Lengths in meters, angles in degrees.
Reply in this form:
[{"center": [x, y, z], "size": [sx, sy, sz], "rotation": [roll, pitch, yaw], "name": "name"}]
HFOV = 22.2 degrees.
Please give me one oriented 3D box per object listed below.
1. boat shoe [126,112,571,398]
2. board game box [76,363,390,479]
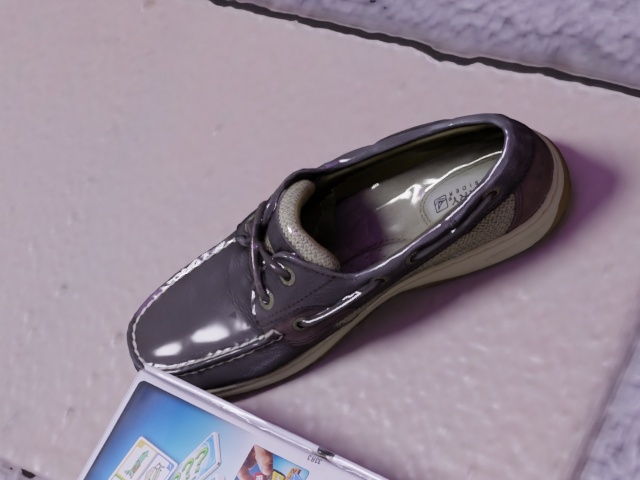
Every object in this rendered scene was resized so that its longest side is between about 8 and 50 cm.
[{"center": [0.001, 0.001, 0.738], "size": [0.223, 0.073, 0.080], "rotation": [-25, 59, 14], "name": "boat shoe"}, {"center": [-0.066, 0.223, 0.660], "size": [0.193, 0.053, 0.305], "rotation": [23, 77, 30], "name": "board game box"}]
